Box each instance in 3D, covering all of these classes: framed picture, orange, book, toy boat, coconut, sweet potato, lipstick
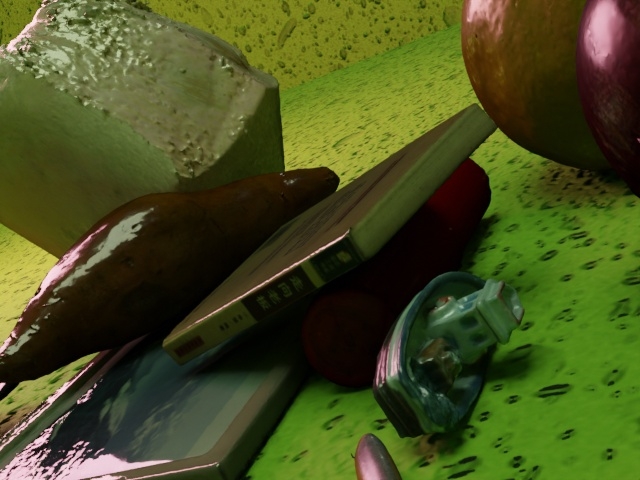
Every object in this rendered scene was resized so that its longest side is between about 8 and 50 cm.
[{"bbox_3d":[-0.103,0.097,0.718,0.247,0.022,0.335,-16,15,25],"label":"framed picture"},{"bbox_3d":[0.245,-0.185,0.771,0.279,0.235,0.279,-27,19,10],"label":"orange"},{"bbox_3d":[0.000,0.000,0.652,0.231,0.026,0.161,-31,10,50],"label":"book"},{"bbox_3d":[0.074,0.051,0.521,0.066,0.059,0.140,-31,8,27],"label":"toy boat"},{"bbox_3d":[-0.181,-0.095,1.018,0.297,0.310,0.297,-63,4,8],"label":"coconut"},{"bbox_3d":[-0.140,0.014,0.828,0.359,0.112,0.112,-36,18,-33],"label":"sweet potato"},{"bbox_3d":[0.063,0.007,0.689,0.073,0.073,0.279,-16,16,27],"label":"lipstick"}]

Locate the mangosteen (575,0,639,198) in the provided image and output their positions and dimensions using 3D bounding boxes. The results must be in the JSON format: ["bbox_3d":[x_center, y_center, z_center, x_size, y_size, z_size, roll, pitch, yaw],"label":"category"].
[{"bbox_3d":[0.252,-0.078,0.479,0.215,0.215,0.257,-24,45,-3],"label":"mangosteen"}]

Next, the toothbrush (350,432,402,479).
[{"bbox_3d":[0.033,0.140,0.333,0.031,0.023,0.321,-16,15,-1],"label":"toothbrush"}]

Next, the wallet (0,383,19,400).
[{"bbox_3d":[-0.393,0.196,0.771,0.323,0.041,0.247,-21,13,23],"label":"wallet"}]
